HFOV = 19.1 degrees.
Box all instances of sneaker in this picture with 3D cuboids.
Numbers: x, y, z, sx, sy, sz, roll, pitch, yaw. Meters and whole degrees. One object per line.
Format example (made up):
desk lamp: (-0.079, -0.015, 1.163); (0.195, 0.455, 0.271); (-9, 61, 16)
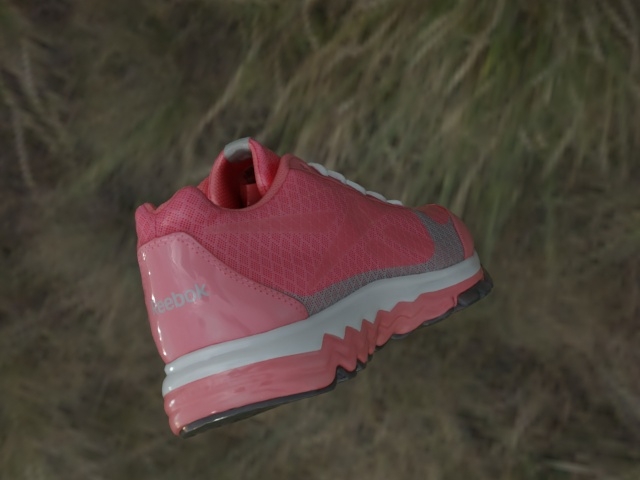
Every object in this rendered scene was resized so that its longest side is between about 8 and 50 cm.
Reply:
sneaker: (0.000, 0.000, 1.049); (0.116, 0.314, 0.136); (-20, 93, 27)
